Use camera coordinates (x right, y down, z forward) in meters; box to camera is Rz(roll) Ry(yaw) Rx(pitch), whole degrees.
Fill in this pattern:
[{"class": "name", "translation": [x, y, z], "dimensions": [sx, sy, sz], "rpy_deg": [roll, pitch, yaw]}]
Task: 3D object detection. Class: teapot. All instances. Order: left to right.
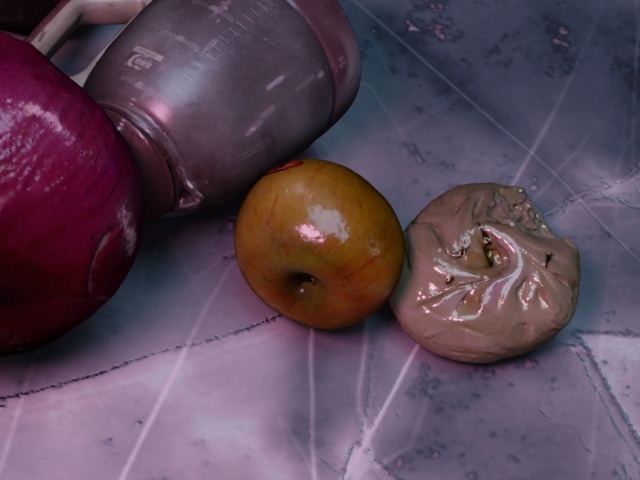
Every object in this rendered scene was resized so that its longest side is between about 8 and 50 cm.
[{"class": "teapot", "translation": [-0.167, -0.168, 1.998], "dimensions": [0.315, 0.233, 0.312], "rpy_deg": [32, 50, 18]}]

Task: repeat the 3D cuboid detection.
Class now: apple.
[{"class": "apple", "translation": [0.000, 0.000, 1.956], "dimensions": [0.182, 0.182, 0.155], "rpy_deg": [23, 42, 3]}]

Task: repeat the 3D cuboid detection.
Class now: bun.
[{"class": "bun", "translation": [0.182, 0.025, 2.018], "dimensions": [0.210, 0.116, 0.237], "rpy_deg": [24, 53, 3]}]

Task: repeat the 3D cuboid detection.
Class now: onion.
[{"class": "onion", "translation": [-0.357, 0.000, 1.768], "dimensions": [0.348, 0.347, 0.385], "rpy_deg": [18, 48, 0]}]

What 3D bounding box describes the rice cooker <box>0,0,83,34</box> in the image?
[{"class": "rice cooker", "translation": [-0.337, -0.370, 2.117], "dimensions": [0.267, 0.224, 0.267], "rpy_deg": [7, 54, -10]}]
